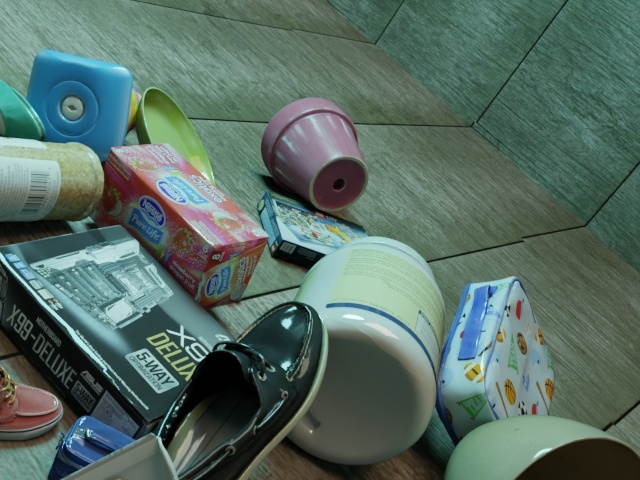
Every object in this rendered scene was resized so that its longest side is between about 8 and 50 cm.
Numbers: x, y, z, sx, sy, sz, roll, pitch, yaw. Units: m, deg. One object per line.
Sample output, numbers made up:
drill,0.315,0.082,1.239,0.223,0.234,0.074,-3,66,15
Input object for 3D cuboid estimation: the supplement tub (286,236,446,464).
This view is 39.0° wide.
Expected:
supplement tub,0.062,0.146,1.326,0.235,0.235,0.325,33,25,-3

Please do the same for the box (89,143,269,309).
box,-0.217,-0.024,1.351,0.257,0.128,0.122,42,30,26

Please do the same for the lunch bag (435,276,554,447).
lunch bag,0.278,0.209,1.444,0.243,0.114,0.303,60,34,-26

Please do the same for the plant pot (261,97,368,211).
plant pot,0.002,-0.158,1.808,0.201,0.201,0.180,15,25,-35

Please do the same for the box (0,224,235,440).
box,-0.258,0.118,1.174,0.307,0.077,0.242,43,26,18

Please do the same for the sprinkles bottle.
sprinkles bottle,-0.456,-0.082,1.208,0.121,0.121,0.355,46,23,22

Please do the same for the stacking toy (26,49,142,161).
stacking toy,-0.379,-0.237,1.594,0.175,0.166,0.302,13,11,5

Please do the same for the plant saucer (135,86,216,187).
plant saucer,-0.258,-0.151,1.583,0.241,0.037,0.241,59,15,-27

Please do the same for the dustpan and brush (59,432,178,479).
dustpan and brush,-0.178,0.320,0.902,0.211,0.147,0.060,61,9,-5

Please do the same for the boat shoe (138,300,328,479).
boat shoe,-0.102,0.177,1.041,0.127,0.113,0.340,17,52,33

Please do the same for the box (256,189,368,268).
box,0.000,0.000,1.727,0.233,0.044,0.159,20,28,-28

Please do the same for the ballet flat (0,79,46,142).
ballet flat,-0.539,-0.226,1.456,0.087,0.083,0.247,-26,61,-34

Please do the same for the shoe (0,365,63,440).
shoe,-0.350,0.166,0.973,0.178,0.081,0.063,10,35,-41

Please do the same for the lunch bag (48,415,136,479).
lunch bag,-0.245,0.239,0.991,0.098,0.065,0.067,30,25,-10

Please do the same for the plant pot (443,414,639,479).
plant pot,0.275,0.351,1.229,0.284,0.284,0.191,19,7,-29
